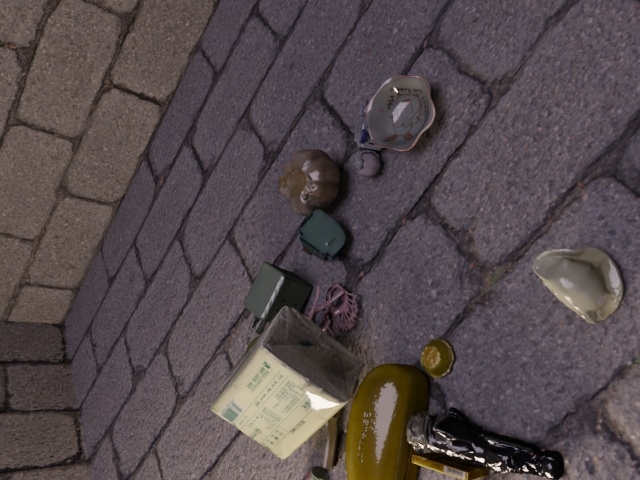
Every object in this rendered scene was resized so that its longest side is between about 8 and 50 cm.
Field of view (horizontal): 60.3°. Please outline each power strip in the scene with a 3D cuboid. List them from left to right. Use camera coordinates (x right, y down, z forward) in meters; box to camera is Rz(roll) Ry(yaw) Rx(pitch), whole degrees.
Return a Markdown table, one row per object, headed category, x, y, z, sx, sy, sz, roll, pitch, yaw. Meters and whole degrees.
| category | x | y | z | sx | sy | sz | roll | pitch | yaw |
| --- | --- | --- | --- | --- | --- | --- | --- | --- | --- |
| power strip | -0.155 | 0.207 | 1.817 | 0.139 | 0.140 | 0.224 | 28 | 92 | 47 |

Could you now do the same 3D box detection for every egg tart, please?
| category | x | y | z | sx | sy | sz | roll | pitch | yaw |
| --- | --- | --- | --- | --- | --- | --- | --- | --- | --- |
| egg tart | 0.291 | 0.298 | 1.403 | 0.105 | 0.039 | 0.105 | -17 | 67 | 46 |

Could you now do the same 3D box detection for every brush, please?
| category | x | y | z | sx | sy | sz | roll | pitch | yaw |
| --- | --- | --- | --- | --- | --- | --- | --- | --- | --- |
| brush | 0.045 | 0.542 | 1.625 | 0.043 | 0.036 | 0.248 | -6 | 70 | 43 |

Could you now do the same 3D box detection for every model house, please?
| category | x | y | z | sx | sy | sz | roll | pitch | yaw |
| --- | --- | --- | --- | --- | --- | --- | --- | --- | --- |
| model house | 0.000 | 0.000 | 1.746 | 0.119 | 0.148 | 0.149 | -51 | -5 | -20 |

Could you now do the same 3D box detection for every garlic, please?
| category | x | y | z | sx | sy | sz | roll | pitch | yaw |
| --- | --- | --- | --- | --- | --- | --- | --- | --- | --- |
| garlic | -0.027 | -0.189 | 1.784 | 0.227 | 0.152 | 0.228 | -7 | 79 | 39 |

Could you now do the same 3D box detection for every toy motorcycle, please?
| category | x | y | z | sx | sy | sz | roll | pitch | yaw |
| --- | --- | --- | --- | --- | --- | --- | --- | --- | --- |
| toy motorcycle | 0.145 | -0.316 | 1.677 | 0.112 | 0.112 | 0.255 | -3 | 80 | 48 |

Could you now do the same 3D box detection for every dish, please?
| category | x | y | z | sx | sy | sz | roll | pitch | yaw |
| --- | --- | --- | --- | --- | --- | --- | --- | --- | --- |
| dish | 0.242 | -0.358 | 1.575 | 0.229 | 0.081 | 0.230 | -5 | 82 | 38 |

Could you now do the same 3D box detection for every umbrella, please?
| category | x | y | z | sx | sy | sz | roll | pitch | yaw |
| --- | --- | --- | --- | --- | --- | --- | --- | --- | --- |
| umbrella | 0.361 | 0.452 | 1.242 | 0.357 | 0.113 | 0.106 | -1 | 107 | 43 |

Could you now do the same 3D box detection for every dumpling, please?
| category | x | y | z | sx | sy | sz | roll | pitch | yaw |
| --- | --- | --- | --- | --- | --- | --- | --- | --- | --- |
| dumpling | 0.539 | 0.072 | 1.138 | 0.134 | 0.099 | 0.169 | -48 | 50 | 13 |

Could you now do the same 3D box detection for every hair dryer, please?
| category | x | y | z | sx | sy | sz | roll | pitch | yaw |
| --- | --- | --- | --- | --- | --- | --- | --- | --- | --- |
| hair dryer | 0.003 | 0.754 | 1.613 | 0.154 | 0.054 | 0.106 | 43 | 117 | 39 |

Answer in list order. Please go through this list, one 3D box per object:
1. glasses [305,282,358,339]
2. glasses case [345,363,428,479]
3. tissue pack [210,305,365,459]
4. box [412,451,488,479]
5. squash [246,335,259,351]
| category | x | y | z | sx | sy | sz | roll | pitch | yaw |
| --- | --- | --- | --- | --- | --- | --- | --- | --- | --- |
| glasses | 0.019 | 0.234 | 1.681 | 0.255 | 0.095 | 0.162 | -53 | 55 | 29 |
| glasses case | 0.160 | 0.502 | 1.424 | 0.173 | 0.141 | 0.372 | 5 | 85 | 49 |
| tissue pack | -0.098 | 0.412 | 1.566 | 0.380 | 0.297 | 0.207 | -50 | 4 | 37 |
| box | 0.303 | 0.529 | 1.299 | 0.156 | 0.089 | 0.022 | -3 | 78 | 49 |
| squash | -0.155 | 0.365 | 1.810 | 0.247 | 0.132 | 0.133 | -10 | 74 | 46 |
